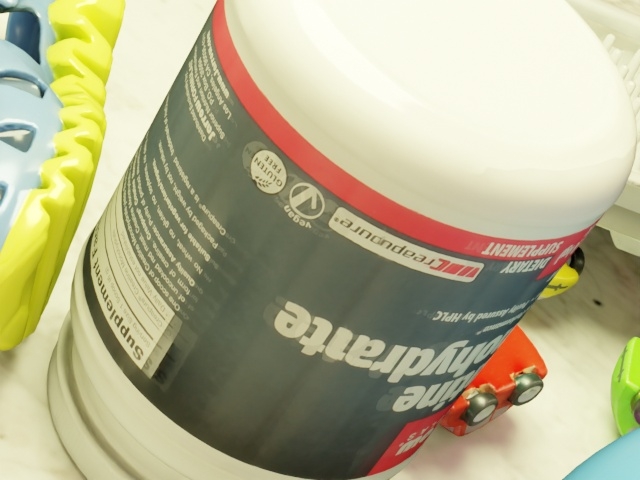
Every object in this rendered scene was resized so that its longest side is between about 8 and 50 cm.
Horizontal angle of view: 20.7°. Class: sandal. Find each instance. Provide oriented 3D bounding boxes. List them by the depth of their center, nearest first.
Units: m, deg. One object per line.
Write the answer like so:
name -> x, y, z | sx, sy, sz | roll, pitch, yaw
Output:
sandal -> -0.179, -0.064, 0.888 | 0.138, 0.126, 0.317 | 17, 31, -15

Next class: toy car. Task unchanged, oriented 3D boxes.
toy car -> 0.153, 0.074, 1.020 | 0.225, 0.053, 0.239 | 31, 37, -4

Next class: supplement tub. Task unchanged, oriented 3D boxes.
supplement tub -> 0.000, 0.000, 0.805 | 0.191, 0.272, 0.191 | 20, 38, -17

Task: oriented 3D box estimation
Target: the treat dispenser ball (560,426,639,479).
treat dispenser ball -> 0.193, 0.205, 0.702 | 0.288, 0.288, 0.288 | 20, 38, -17

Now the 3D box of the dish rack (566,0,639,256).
dish rack -> 0.113, -0.100, 1.100 | 0.333, 0.072, 0.285 | 20, 28, -14
